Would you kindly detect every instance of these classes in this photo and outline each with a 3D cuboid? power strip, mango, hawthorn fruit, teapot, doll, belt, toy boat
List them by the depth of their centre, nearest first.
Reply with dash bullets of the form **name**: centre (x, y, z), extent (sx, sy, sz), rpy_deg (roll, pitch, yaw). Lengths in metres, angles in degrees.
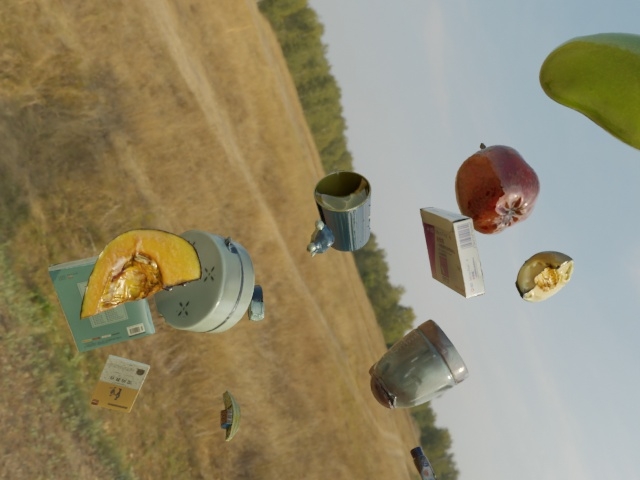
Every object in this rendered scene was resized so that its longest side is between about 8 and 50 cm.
- **mango**: centre (0.478, -0.225, 0.947), extent (0.293, 0.143, 0.175), rpy_deg (28, -22, 20)
- **doll**: centre (0.000, 0.000, 1.289), extent (0.083, 0.050, 0.076), rpy_deg (168, -55, -88)
- **hawthorn fruit**: centre (0.564, -0.179, 2.028), extent (0.275, 0.275, 0.300), rpy_deg (63, 13, -75)
- **power strip**: centre (-0.387, 0.133, 2.109), extent (0.161, 0.357, 0.358), rpy_deg (20, 48, -54)
- **teapot**: centre (0.305, 0.436, 2.162), extent (0.233, 0.312, 0.315), rpy_deg (59, -3, -12)
- **toy boat**: centre (-0.317, 0.607, 2.167), extent (0.066, 0.065, 0.172), rpy_deg (18, 46, -30)
- **belt**: centre (-0.234, 0.224, 2.258), extent (0.105, 0.058, 0.140), rpy_deg (118, -33, -59)

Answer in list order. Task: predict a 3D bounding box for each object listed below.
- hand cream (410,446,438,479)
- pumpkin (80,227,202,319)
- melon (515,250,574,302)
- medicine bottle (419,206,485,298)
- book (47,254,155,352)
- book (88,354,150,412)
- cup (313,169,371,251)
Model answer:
- **hand cream**: centre (0.286, 0.637, 1.678), extent (0.062, 0.039, 0.163), rpy_deg (12, 45, -41)
- **pumpkin**: centre (-0.448, 0.057, 1.518), extent (0.148, 0.312, 0.169), rpy_deg (-144, -145, -79)
- **melon**: centre (0.584, 0.096, 1.646), extent (0.128, 0.160, 0.079), rpy_deg (44, 9, -44)
- **medicine bottle**: centre (0.282, 0.019, 1.345), extent (0.201, 0.052, 0.171), rpy_deg (-136, -148, -75)
- **book**: centre (-0.696, 0.200, 2.022), extent (0.031, 0.263, 0.380), rpy_deg (-121, -155, -47)
- **book**: centre (-0.563, 0.403, 1.750), extent (0.172, 0.118, 0.012), rpy_deg (-63, -158, 19)
- **cup**: centre (0.056, -0.078, 1.475), extent (0.155, 0.131, 0.177), rpy_deg (81, 5, -46)
